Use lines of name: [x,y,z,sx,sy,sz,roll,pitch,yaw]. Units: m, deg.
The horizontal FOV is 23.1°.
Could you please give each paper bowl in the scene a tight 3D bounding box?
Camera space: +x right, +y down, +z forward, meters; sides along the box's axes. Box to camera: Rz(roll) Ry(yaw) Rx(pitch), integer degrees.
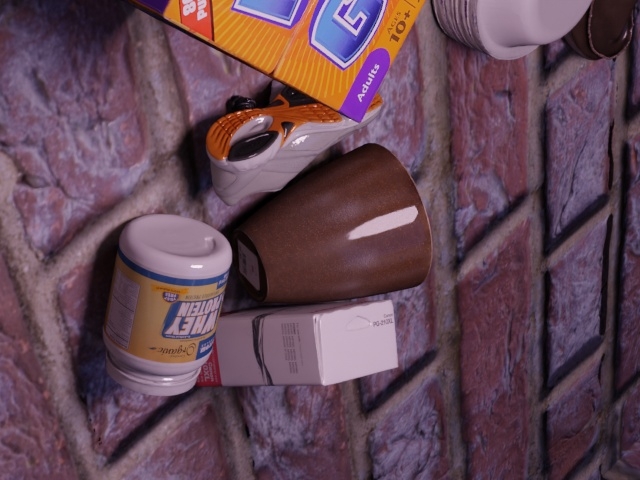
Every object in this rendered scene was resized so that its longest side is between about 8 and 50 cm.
paper bowl: [0.305,-0.399,2.280,0.284,0.148,0.284,-31,137,-35]

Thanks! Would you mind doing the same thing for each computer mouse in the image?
computer mouse: [-0.038,-0.191,2.083,0.193,0.042,0.106,-39,141,-27]

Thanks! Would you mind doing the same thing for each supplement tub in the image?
supplement tub: [-0.198,0.082,1.992,0.144,0.144,0.199,-16,127,-47]

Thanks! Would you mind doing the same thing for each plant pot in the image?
plant pot: [0.000,0.000,2.167,0.230,0.215,0.215,-20,132,-24]

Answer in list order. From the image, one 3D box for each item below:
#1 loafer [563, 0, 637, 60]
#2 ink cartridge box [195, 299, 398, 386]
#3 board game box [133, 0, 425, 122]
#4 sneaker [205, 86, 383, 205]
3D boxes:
loafer: [0.458,-0.416,2.482,0.134,0.130,0.366,-45,144,-21]
ink cartridge box: [-0.036,0.142,2.158,0.172,0.237,0.100,-9,93,-50]
board game box: [-0.091,-0.384,1.570,0.356,0.357,0.356,21,98,-57]
sneaker: [-0.038,-0.131,2.036,0.262,0.099,0.121,-23,146,-25]
